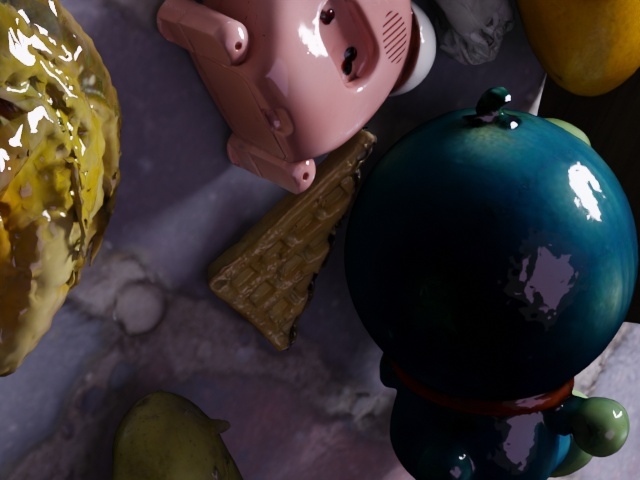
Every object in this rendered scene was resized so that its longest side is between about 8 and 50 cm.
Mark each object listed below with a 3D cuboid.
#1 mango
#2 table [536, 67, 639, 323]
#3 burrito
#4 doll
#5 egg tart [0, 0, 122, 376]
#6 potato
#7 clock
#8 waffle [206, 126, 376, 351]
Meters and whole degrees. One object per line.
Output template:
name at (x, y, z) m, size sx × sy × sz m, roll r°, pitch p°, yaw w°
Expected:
mango at (0.192, -0.216, 1.269) m, size 0.154 × 0.126 × 0.252 m, roll -51°, pitch 144°, yaw -60°
table at (0.355, -0.064, 1.403) m, size 0.249 × 0.317 × 0.317 m, roll 6°, pitch 106°, yaw -57°
burrito at (0.076, -0.198, 1.235) m, size 0.064 × 0.064 × 0.203 m, roll -43°, pitch 130°, yaw -17°
doll at (0.118, 0.046, 1.282) m, size 0.186 × 0.198 × 0.322 m, roll -42°, pitch 133°, yaw -53°
egg tart at (-0.222, -0.008, 1.031) m, size 0.297 × 0.132 × 0.297 m, roll -21°, pitch 128°, yaw -30°
potato at (-0.089, 0.183, 1.257) m, size 0.105 × 0.085 × 0.188 m, roll -63°, pitch 142°, yaw -29°
clock at (0.000, -0.131, 1.180) m, size 0.162 × 0.092 × 0.166 m, roll -45°, pitch 131°, yaw -19°
waffle at (0.000, 0.000, 1.261) m, size 0.152 × 0.023 × 0.097 m, roll -44°, pitch 133°, yaw 4°
